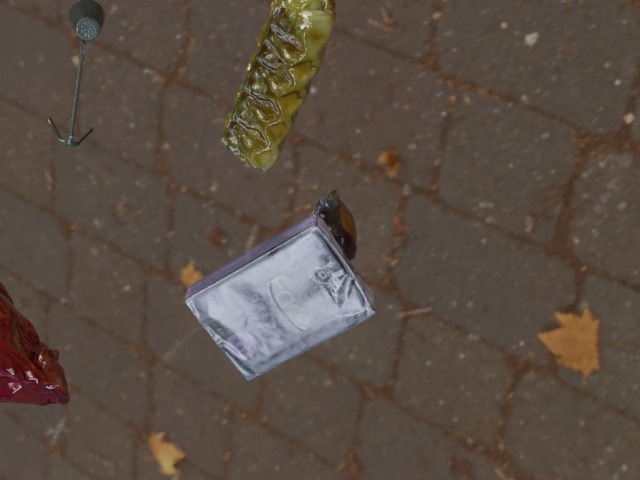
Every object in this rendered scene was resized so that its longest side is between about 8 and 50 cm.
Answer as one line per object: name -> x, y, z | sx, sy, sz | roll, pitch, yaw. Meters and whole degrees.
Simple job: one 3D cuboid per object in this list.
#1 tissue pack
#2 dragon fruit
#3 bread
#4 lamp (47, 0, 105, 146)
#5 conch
tissue pack -> -0.038, 0.056, 1.205 | 0.156, 0.051, 0.112 | -30, 110, 13
dragon fruit -> -0.434, 0.110, 1.376 | 0.330, 0.302, 0.240 | 23, 125, -13
bread -> -0.053, -0.219, 1.611 | 0.087, 0.098, 0.269 | 18, 127, -11
lamp -> -0.213, -0.148, 1.088 | 0.054, 0.041, 0.121 | -117, 37, -63
conch -> 0.004, 0.003, 1.495 | 0.080, 0.086, 0.233 | 53, 148, 3
